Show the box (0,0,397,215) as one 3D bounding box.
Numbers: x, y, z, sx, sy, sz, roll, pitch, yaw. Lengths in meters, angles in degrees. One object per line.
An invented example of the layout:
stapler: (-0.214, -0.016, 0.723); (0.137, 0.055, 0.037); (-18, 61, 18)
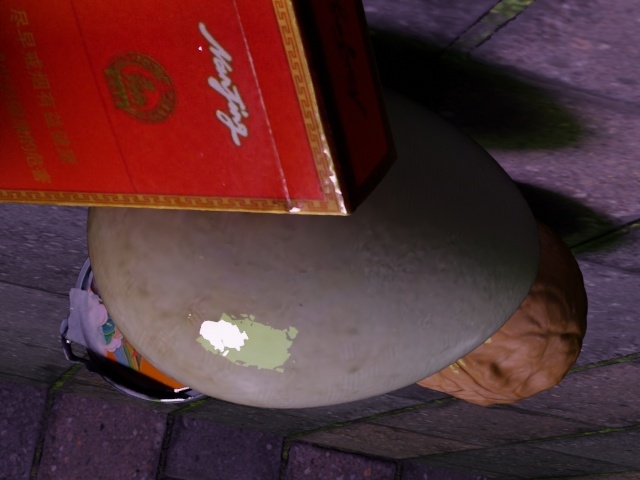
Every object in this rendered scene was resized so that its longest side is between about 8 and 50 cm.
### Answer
box: (-0.091, -0.095, 0.793); (0.240, 0.153, 0.074); (3, -151, 29)

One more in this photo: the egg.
egg: (0.000, 0.000, 0.959); (0.295, 0.218, 0.218); (8, 167, -14)

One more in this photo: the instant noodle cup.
instant noodle cup: (-0.138, 0.068, 1.480); (0.208, 0.177, 0.125); (-6, 177, 10)

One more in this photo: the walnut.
walnut: (0.121, 0.046, 1.193); (0.167, 0.167, 0.207); (-2, 160, 40)
